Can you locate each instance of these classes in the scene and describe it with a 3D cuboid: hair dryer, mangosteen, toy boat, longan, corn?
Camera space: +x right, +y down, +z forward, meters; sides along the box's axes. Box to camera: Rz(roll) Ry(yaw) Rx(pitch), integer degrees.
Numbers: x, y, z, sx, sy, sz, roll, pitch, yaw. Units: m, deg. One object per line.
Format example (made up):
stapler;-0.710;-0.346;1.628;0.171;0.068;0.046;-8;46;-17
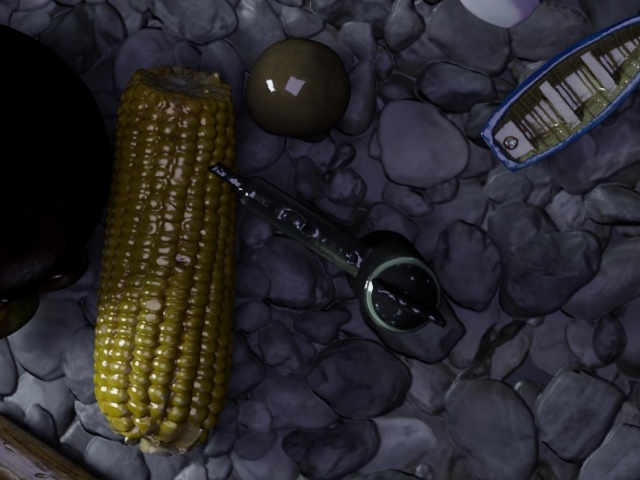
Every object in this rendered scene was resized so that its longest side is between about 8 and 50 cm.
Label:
hair dryer;0.000;0.000;1.461;0.248;0.195;0.078;30;95;-9
mangosteen;-0.328;-0.058;1.474;0.297;0.297;0.313;-43;123;6
toy boat;0.262;-0.156;1.526;0.229;0.046;0.080;-39;89;6
longan;-0.022;-0.143;1.529;0.106;0.106;0.119;-11;135;5
corn;-0.151;0.022;1.524;0.144;0.144;0.387;3;96;4

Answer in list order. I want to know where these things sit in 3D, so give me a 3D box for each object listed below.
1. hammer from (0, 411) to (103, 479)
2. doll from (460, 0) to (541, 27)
hammer;-0.203;0.287;1.584;0.409;0.095;0.242;32;96;7
doll;0.149;-0.384;1.432;0.310;0.240;0.284;43;124;-14
